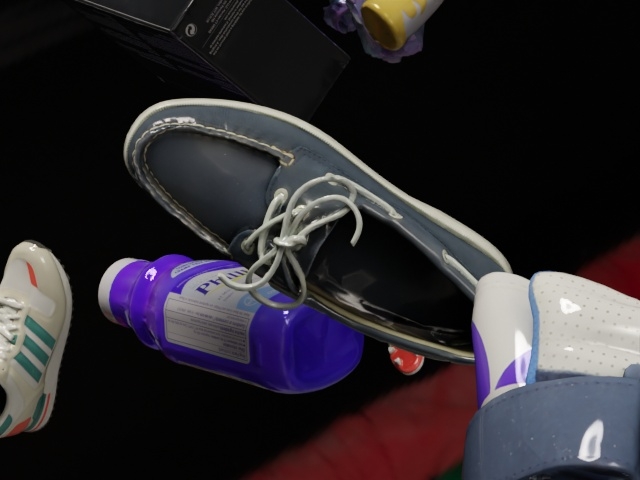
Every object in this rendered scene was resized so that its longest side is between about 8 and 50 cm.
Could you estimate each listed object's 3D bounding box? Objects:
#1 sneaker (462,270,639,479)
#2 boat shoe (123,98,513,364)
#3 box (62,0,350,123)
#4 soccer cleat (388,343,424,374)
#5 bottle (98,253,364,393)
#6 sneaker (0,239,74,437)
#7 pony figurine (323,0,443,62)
[{"bbox_3d":[0.059,0.127,0.588,0.323,0.236,0.130,-12,-31,-17],"label":"sneaker"},{"bbox_3d":[0.000,0.000,1.020,0.095,0.255,0.079,-55,10,19],"label":"boat shoe"},{"bbox_3d":[-0.123,-0.213,1.700,0.184,0.261,0.103,41,-100,-38],"label":"box"},{"bbox_3d":[0.064,0.077,1.308,0.029,0.083,0.035,-30,-55,4],"label":"soccer cleat"},{"bbox_3d":[-0.092,0.068,1.590,0.118,0.283,0.092,-15,-71,-41],"label":"bottle"},{"bbox_3d":[-0.242,0.082,1.363,0.075,0.057,0.161,-15,-61,-58],"label":"sneaker"},{"bbox_3d":[0.126,-0.311,1.423,0.363,0.303,0.351,-42,-69,-24],"label":"pony figurine"}]
